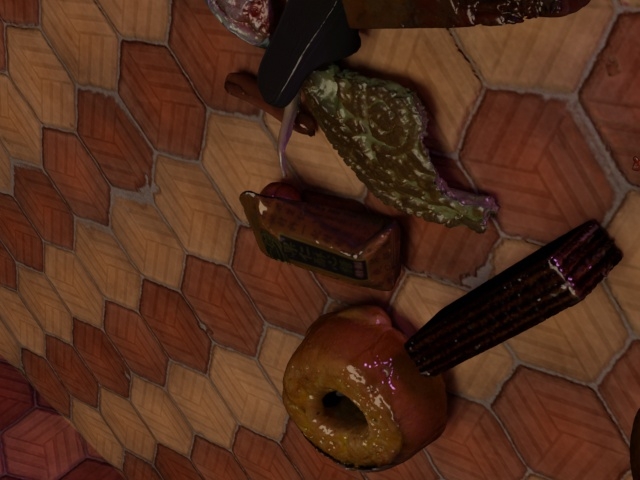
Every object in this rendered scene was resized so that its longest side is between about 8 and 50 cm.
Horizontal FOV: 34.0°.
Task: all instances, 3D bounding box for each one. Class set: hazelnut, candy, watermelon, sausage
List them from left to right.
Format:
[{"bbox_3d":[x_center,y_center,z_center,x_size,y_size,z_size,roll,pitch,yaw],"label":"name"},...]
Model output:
[{"bbox_3d":[-0.115,-0.362,1.509,0.187,0.071,0.139,52,136,14],"label":"watermelon"},{"bbox_3d":[-0.080,-0.214,1.628,0.177,0.040,0.047,32,139,25],"label":"sausage"},{"bbox_3d":[-0.071,-0.057,1.721,0.086,0.086,0.086,30,139,29],"label":"hazelnut"},{"bbox_3d":[0.000,0.000,1.634,0.271,0.101,0.143,13,135,23],"label":"candy"}]

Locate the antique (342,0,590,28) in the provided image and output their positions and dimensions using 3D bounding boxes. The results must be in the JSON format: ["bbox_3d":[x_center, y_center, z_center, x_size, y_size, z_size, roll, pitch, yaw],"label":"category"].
[{"bbox_3d":[0.163,-0.304,1.224,0.310,0.093,0.087,11,128,43],"label":"antique"}]

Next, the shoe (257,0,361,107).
[{"bbox_3d":[0.003,-0.283,1.428,0.241,0.093,0.108,-56,43,32],"label":"shoe"}]

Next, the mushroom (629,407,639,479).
[{"bbox_3d":[0.549,0.309,1.255,0.345,0.260,0.345,56,173,11],"label":"mushroom"}]

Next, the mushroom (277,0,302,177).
[{"bbox_3d":[-0.045,-0.243,1.534,0.043,0.068,0.306,25,128,36],"label":"mushroom"}]

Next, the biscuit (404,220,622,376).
[{"bbox_3d":[0.252,0.092,1.455,0.073,0.107,0.388,52,146,3],"label":"biscuit"}]

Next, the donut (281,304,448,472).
[{"bbox_3d":[0.073,0.257,1.773,0.299,0.150,0.317,28,139,26],"label":"donut"}]

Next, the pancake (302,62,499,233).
[{"bbox_3d":[0.102,-0.149,1.471,0.376,0.054,0.197,46,146,7],"label":"pancake"}]

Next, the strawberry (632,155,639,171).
[{"bbox_3d":[0.437,-0.113,1.076,0.174,0.098,0.228,45,148,12],"label":"strawberry"}]
